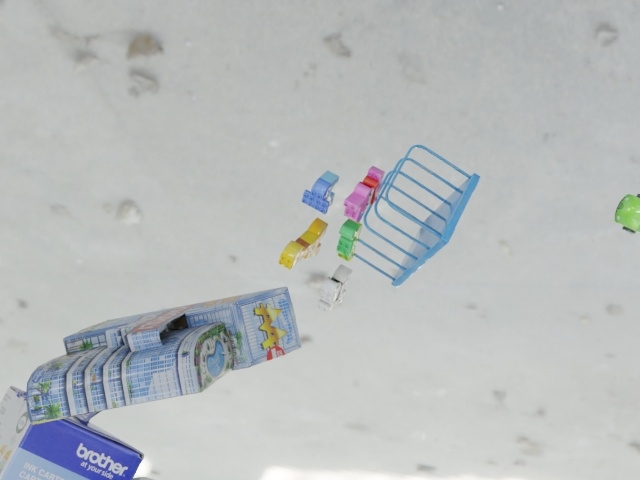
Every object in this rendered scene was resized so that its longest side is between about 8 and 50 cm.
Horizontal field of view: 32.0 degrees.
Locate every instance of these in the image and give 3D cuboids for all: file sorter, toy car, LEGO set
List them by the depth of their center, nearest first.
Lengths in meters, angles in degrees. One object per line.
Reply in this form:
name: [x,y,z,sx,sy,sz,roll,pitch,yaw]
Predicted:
LEGO set: [0.000,0.000,1.475,0.087,0.093,0.227,29,130,16]
file sorter: [0.118,-0.035,1.520,0.104,0.118,0.170,32,150,-5]
toy car: [0.554,-0.002,1.697,0.225,0.239,0.053,25,-177,-9]

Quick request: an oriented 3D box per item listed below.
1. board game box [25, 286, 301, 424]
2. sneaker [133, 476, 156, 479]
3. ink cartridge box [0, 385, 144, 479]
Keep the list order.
board game box: [-0.124,0.091,0.948,0.194,0.060,0.194,-13,-178,11]
sneaker: [-0.243,0.409,1.415,0.090,0.232,0.115,-11,150,28]
ink cartridge box: [-0.366,0.336,1.366,0.151,0.395,0.270,29,168,-20]
